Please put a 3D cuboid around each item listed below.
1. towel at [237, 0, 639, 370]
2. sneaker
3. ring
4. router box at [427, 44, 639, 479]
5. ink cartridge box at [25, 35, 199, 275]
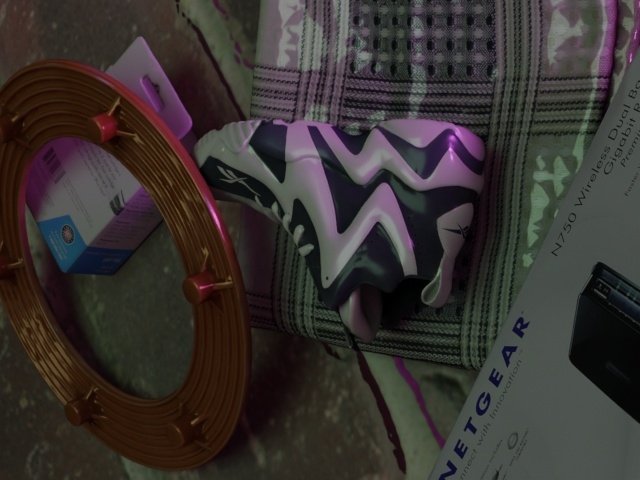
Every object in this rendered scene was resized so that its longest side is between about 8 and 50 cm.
[{"bbox_3d":[0.072,-0.078,1.274,0.312,0.056,0.324,8,89,39],"label":"towel"},{"bbox_3d":[0.000,0.000,1.238,0.235,0.094,0.153,1,78,26],"label":"sneaker"},{"bbox_3d":[-0.174,0.026,1.382,0.336,0.032,0.337,26,128,39],"label":"ring"},{"bbox_3d":[0.210,0.073,1.025,0.336,0.082,0.301,-65,22,8],"label":"router box"},{"bbox_3d":[-0.159,-0.067,1.454,0.180,0.060,0.104,-45,60,26],"label":"ink cartridge box"}]
